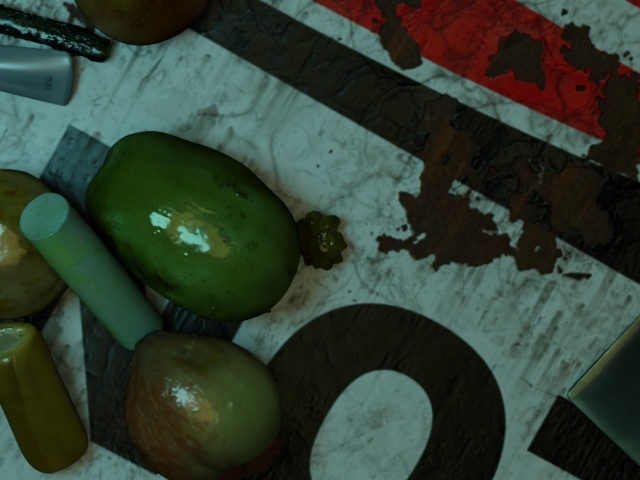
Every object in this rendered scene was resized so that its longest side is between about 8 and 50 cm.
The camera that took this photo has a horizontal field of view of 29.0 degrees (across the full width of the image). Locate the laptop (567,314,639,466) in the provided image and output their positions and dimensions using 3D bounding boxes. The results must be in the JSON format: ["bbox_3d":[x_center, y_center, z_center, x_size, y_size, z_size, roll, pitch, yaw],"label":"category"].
[{"bbox_3d":[0.522,0.252,1.858,0.269,0.015,0.187,43,89,-6],"label":"laptop"}]

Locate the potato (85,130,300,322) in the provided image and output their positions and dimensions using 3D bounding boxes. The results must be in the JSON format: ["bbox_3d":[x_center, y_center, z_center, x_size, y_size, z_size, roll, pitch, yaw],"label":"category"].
[{"bbox_3d":[-0.171,-0.018,1.688,0.304,0.216,0.215,27,92,4],"label":"potato"}]

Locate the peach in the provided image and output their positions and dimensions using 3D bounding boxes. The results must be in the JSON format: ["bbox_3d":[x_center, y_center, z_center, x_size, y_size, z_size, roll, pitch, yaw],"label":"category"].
[{"bbox_3d":[-0.172,0.217,1.704,0.233,0.232,0.232,0,94,-5],"label":"peach"}]

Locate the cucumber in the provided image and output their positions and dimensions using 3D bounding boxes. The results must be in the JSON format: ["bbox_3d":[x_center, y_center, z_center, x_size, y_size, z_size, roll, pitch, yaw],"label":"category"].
[{"bbox_3d":[-0.417,-0.300,1.726,0.257,0.043,0.044,16,88,-5],"label":"cucumber"}]

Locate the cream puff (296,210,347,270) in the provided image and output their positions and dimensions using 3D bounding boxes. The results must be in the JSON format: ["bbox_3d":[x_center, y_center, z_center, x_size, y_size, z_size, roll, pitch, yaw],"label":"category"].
[{"bbox_3d":[0.000,0.000,1.774,0.083,0.058,0.083,22,94,-4],"label":"cream puff"}]

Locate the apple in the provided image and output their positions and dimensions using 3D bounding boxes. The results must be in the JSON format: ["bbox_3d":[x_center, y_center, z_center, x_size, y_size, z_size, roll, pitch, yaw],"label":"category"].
[{"bbox_3d":[-0.240,-0.363,1.676,0.201,0.162,0.201,0,95,-3],"label":"apple"}]

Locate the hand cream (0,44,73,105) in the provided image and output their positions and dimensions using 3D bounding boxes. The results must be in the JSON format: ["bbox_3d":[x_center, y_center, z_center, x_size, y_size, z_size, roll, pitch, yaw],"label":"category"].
[{"bbox_3d":[-0.471,-0.243,1.721,0.255,0.048,0.079,9,121,-6],"label":"hand cream"}]

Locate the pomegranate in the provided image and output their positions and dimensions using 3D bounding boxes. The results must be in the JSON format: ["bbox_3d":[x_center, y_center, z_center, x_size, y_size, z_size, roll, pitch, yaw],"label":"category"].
[{"bbox_3d":[-0.427,0.006,1.676,0.207,0.207,0.207,0,94,-5],"label":"pomegranate"}]

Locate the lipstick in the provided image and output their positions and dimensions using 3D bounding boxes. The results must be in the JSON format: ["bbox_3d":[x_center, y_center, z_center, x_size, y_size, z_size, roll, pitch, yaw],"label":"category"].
[{"bbox_3d":[-0.297,0.051,1.652,0.076,0.304,0.076,-9,55,14],"label":"lipstick"}]

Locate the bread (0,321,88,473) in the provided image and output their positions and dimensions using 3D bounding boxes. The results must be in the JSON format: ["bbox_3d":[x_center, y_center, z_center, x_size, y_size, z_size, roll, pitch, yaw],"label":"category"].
[{"bbox_3d":[-0.395,0.221,1.703,0.093,0.074,0.239,-16,124,0],"label":"bread"}]
